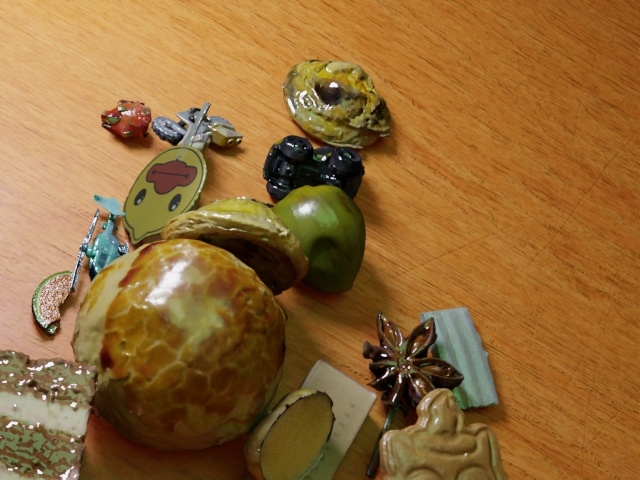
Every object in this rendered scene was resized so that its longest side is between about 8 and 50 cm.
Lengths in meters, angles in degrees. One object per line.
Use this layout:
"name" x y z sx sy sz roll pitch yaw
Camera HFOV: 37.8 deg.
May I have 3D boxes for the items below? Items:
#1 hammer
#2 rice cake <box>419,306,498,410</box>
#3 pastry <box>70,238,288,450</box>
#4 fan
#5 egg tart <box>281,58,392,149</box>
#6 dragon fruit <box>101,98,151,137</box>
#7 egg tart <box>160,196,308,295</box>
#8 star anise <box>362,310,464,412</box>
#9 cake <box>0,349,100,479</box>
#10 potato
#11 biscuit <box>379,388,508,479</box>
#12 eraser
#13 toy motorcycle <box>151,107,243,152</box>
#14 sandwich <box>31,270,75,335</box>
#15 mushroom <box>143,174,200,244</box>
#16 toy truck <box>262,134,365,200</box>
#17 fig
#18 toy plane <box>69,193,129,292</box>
"hammer" 0.126 0.386 1.842 0.062 0.017 0.182 27 53 -4
"rice cake" 0.295 0.250 1.987 0.127 0.043 0.237 -2 59 -24
"pastry" -0.237 0.174 1.646 0.389 0.312 0.388 9 53 -13
"fan" -0.296 -0.136 1.883 0.011 0.230 0.335 38 71 -42
"egg tart" 0.055 -0.345 2.246 0.297 0.132 0.297 15 49 -19
"dragon fruit" -0.419 -0.262 2.014 0.116 0.081 0.086 -2 41 2
"egg tart" -0.163 0.008 1.808 0.290 0.290 0.115 17 55 -11
"star anise" 0.183 0.255 1.899 0.214 0.099 0.220 22 53 -5
"cake" -0.509 0.341 1.454 0.282 0.255 0.290 16 51 -11
"potato" -0.064 0.337 1.639 0.081 0.164 0.200 11 34 37
"biscuit" 0.242 0.465 1.756 0.269 0.051 0.375 3 72 -23
"eraser" -0.030 0.389 1.734 0.144 0.078 0.343 32 51 2
"toy motorcycle" -0.259 -0.223 2.038 0.130 0.094 0.229 44 31 25
"sandwich" -0.505 0.111 1.755 0.067 0.029 0.135 24 51 -13
"mushroom" -0.303 -0.081 1.927 0.108 0.096 0.246 7 56 -11
"toy truck" -0.014 -0.164 2.093 0.224 0.147 0.165 16 29 -9
"fig" 0.005 -0.008 1.937 0.207 0.207 0.230 -34 76 -36
"toy plane" -0.424 0.011 1.837 0.096 0.060 0.235 16 52 -12
